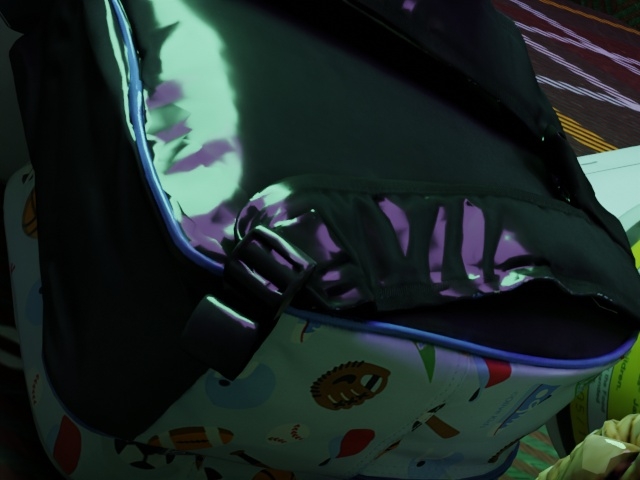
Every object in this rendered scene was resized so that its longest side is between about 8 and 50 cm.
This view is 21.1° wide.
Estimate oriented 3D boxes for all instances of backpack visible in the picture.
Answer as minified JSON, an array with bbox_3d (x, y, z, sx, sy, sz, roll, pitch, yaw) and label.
[{"bbox_3d":[0.000,0.000,0.745,0.263,0.213,0.276,12,46,-29],"label":"backpack"}]

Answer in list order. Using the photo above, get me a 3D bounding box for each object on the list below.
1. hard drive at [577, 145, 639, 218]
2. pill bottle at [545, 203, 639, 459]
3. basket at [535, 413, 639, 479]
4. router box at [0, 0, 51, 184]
[{"bbox_3d":[0.267,0.024,1.229,0.233,0.047,0.353,-11,29,-17],"label":"hard drive"},{"bbox_3d":[0.256,0.092,0.783,0.188,0.188,0.334,17,5,-24],"label":"pill bottle"},{"bbox_3d":[0.182,0.164,0.500,0.299,0.213,0.223,24,16,0],"label":"basket"},{"bbox_3d":[-0.086,-0.139,0.857,0.301,0.335,0.082,12,56,-9],"label":"router box"}]
